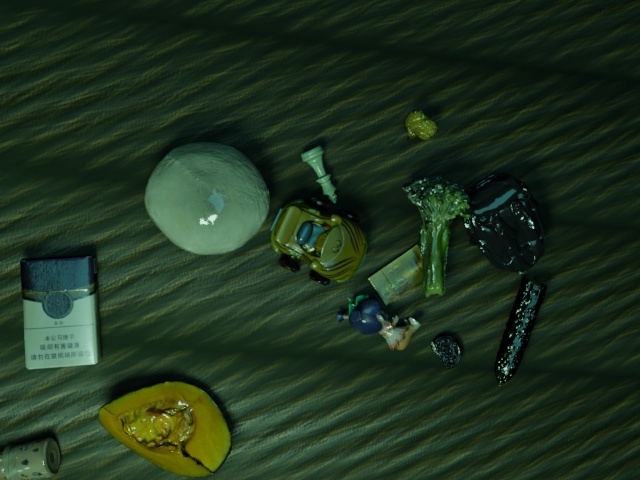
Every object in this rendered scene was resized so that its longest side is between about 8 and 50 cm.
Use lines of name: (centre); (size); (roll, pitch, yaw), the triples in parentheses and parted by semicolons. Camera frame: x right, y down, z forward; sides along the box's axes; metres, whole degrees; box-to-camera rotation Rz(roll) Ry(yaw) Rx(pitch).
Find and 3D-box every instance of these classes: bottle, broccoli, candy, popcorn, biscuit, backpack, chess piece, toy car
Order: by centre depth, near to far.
bottle: (-0.697, 0.520, 1.540); (0.152, 0.099, 0.099); (-12, 92, -1)
candy: (-0.264, -0.099, 1.551); (0.295, 0.185, 0.296); (-1, 96, -7)
toy car: (0.000, 0.000, 1.604); (0.247, 0.142, 0.201); (22, 88, -5)
broccoli: (0.281, -0.010, 1.640); (0.145, 0.165, 0.304); (-2, 94, -14)
chess piece: (0.005, -0.160, 1.654); (0.059, 0.059, 0.149); (-25, 99, -7)
popcorn: (0.247, -0.286, 1.676); (0.084, 0.084, 0.084); (0, 90, -8)
backpack: (0.473, -0.040, 1.684); (0.206, 0.133, 0.258); (-32, 101, -3)
biscuit: (0.326, 0.287, 1.705); (0.087, 0.027, 0.089); (11, 89, -8)

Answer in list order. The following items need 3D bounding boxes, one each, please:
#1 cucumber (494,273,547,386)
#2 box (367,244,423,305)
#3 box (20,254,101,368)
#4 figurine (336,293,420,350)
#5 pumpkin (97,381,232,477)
cucumber: (0.510, 0.236, 1.709); (0.072, 0.072, 0.300); (20, 90, -7)
box: (0.206, 0.088, 1.692); (0.156, 0.022, 0.089); (-32, 93, -7)
box: (-0.611, 0.166, 1.558); (0.168, 0.071, 0.260); (-4, 92, -7)
figurine: (0.146, 0.202, 1.641); (0.195, 0.111, 0.102); (32, 66, -6)
pumpkin: (-0.368, 0.436, 1.583); (0.312, 0.148, 0.169); (35, 45, -10)
